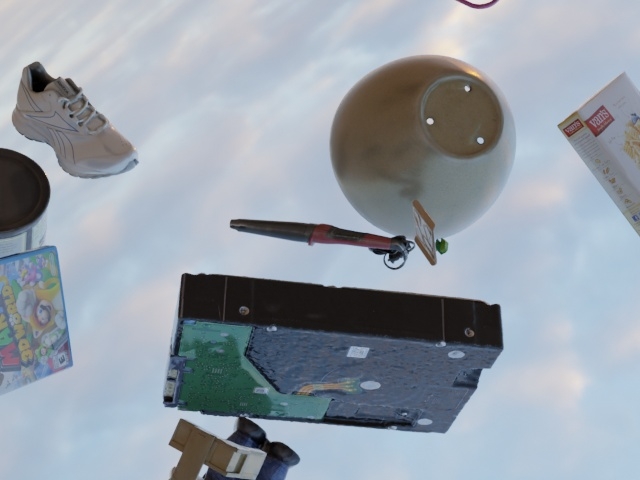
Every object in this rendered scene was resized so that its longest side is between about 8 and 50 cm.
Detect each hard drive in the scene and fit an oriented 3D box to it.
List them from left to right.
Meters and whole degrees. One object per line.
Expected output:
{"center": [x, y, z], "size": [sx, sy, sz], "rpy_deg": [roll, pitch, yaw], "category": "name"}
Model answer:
{"center": [0.004, 0.128, 1.332], "size": [0.237, 0.339, 0.064], "rpy_deg": [107, -15, -57], "category": "hard drive"}

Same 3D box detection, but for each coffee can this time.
{"center": [-0.619, -0.012, 2.304], "size": [0.201, 0.201, 0.275], "rpy_deg": [-58, 173, -39], "category": "coffee can"}

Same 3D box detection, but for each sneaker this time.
{"center": [-0.433, -0.206, 2.113], "size": [0.297, 0.129, 0.111], "rpy_deg": [30, -136, 25], "category": "sneaker"}

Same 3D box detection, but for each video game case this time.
{"center": [-0.287, 0.077, 1.081], "size": [0.015, 0.119, 0.166], "rpy_deg": [0, -170, 31], "category": "video game case"}

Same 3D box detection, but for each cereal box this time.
{"center": [0.448, -0.105, 1.699], "size": [0.047, 0.240, 0.173], "rpy_deg": [-35, -178, 44], "category": "cereal box"}

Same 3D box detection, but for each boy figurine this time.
{"center": [-0.134, 0.367, 1.523], "size": [0.285, 0.177, 0.092], "rpy_deg": [-57, 180, -23], "category": "boy figurine"}

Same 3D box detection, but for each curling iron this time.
{"center": [0.000, 0.000, 1.745], "size": [0.274, 0.068, 0.035], "rpy_deg": [8, -123, 11], "category": "curling iron"}

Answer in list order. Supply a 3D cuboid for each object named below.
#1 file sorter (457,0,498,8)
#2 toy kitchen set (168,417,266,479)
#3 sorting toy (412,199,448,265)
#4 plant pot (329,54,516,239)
{"center": [0.204, -0.502, 1.734], "size": [0.202, 0.290, 0.182], "rpy_deg": [31, -108, 24], "category": "file sorter"}
{"center": [-0.123, 0.251, 1.372], "size": [0.083, 0.075, 0.068], "rpy_deg": [23, -92, 27], "category": "toy kitchen set"}
{"center": [0.129, -0.002, 1.414], "size": [0.012, 0.062, 0.083], "rpy_deg": [-17, -139, -13], "category": "sorting toy"}
{"center": [0.174, -0.157, 1.794], "size": [0.284, 0.284, 0.191], "rpy_deg": [-47, -177, -19], "category": "plant pot"}
